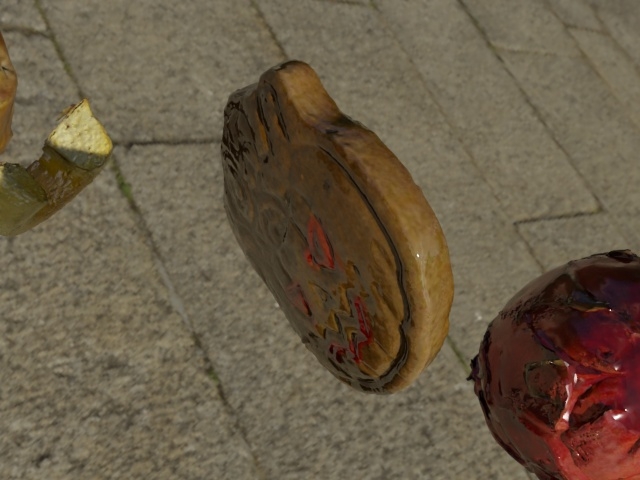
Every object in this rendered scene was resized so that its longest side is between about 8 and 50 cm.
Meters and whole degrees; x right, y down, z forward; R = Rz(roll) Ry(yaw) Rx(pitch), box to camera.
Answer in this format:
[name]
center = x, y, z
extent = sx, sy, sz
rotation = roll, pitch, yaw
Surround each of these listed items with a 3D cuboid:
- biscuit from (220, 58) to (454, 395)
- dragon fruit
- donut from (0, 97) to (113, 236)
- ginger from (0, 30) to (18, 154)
[biscuit]
center = -0.002, 0.001, 0.690
extent = 0.049, 0.273, 0.257
rotation = -27, 71, -25
[dragon fruit]
center = 0.323, 0.155, 1.012
extent = 0.296, 0.302, 0.295
rotation = 1, 84, -7
[donut]
center = -0.309, -0.070, 1.008
extent = 0.078, 0.146, 0.181
rotation = 44, 53, -7
[ginger]
center = -0.284, -0.047, 0.571
extent = 0.133, 0.309, 0.107
rotation = 51, 21, 4
